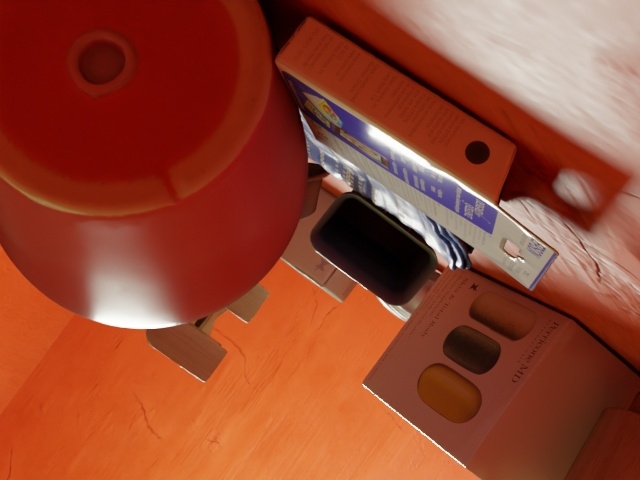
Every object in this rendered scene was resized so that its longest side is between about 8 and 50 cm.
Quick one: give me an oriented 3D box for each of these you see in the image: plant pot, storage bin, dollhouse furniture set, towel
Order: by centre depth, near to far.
[{"bbox_3d":[-0.135,-0.086,0.732,0.275,0.275,0.243,36,169,3],"label":"plant pot"},{"bbox_3d":[-0.003,-0.096,0.989,0.336,0.040,0.243,35,176,23],"label":"towel"},{"bbox_3d":[0.069,-0.010,1.168,0.135,0.098,0.091,36,-155,-5],"label":"storage bin"},{"bbox_3d":[-0.233,0.011,1.957,0.256,0.394,0.362,37,177,-14],"label":"dollhouse furniture set"}]

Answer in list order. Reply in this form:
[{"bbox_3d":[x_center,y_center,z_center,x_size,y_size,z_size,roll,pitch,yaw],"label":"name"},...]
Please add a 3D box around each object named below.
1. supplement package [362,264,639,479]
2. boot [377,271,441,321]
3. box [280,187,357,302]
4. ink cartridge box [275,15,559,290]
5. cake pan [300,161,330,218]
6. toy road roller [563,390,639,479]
[{"bbox_3d":[0.225,0.183,1.230,0.198,0.199,0.263,38,176,-26],"label":"supplement package"},{"bbox_3d":[0.196,0.099,1.520,0.258,0.095,0.123,27,170,7],"label":"boot"},{"bbox_3d":[0.000,0.000,1.689,0.149,0.127,0.232,36,177,12],"label":"box"},{"bbox_3d":[0.077,-0.050,0.702,0.208,0.045,0.206,37,177,10],"label":"ink cartridge box"},{"bbox_3d":[-0.132,-0.057,1.273,0.293,0.054,0.293,-3,-170,1],"label":"cake pan"},{"bbox_3d":[0.399,0.285,0.975,0.330,0.202,0.240,30,164,13],"label":"toy road roller"}]
